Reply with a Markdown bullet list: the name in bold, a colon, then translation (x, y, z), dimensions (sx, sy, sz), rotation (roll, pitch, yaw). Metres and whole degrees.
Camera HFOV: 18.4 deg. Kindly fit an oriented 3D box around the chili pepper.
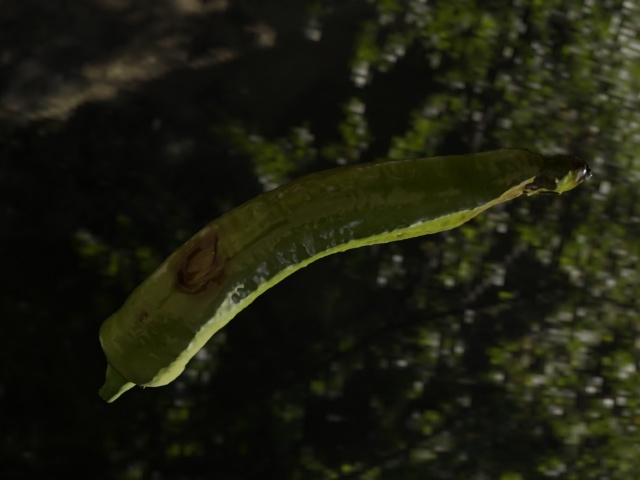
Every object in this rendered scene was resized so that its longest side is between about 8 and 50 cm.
- **chili pepper**: translation (0.000, -0.001, 0.744), dimensions (0.208, 0.043, 0.049), rotation (-26, -94, 3)
